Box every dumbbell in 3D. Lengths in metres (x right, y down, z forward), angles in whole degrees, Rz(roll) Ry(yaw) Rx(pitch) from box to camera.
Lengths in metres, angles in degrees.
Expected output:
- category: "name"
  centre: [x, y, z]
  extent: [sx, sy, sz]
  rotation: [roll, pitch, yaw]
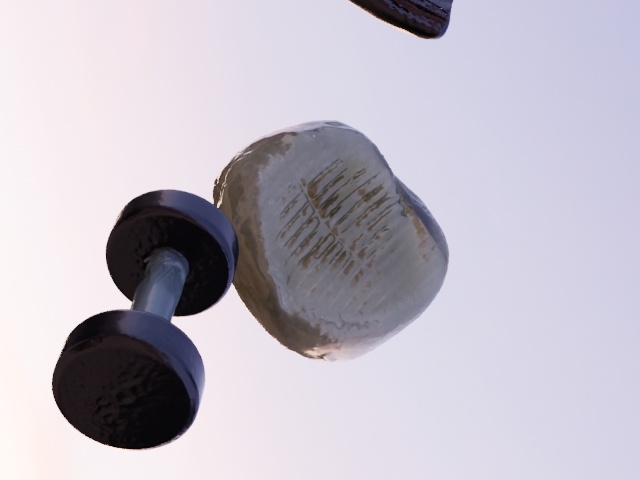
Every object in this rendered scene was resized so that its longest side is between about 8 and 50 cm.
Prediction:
- category: "dumbbell"
  centre: [-0.118, 0.051, 1.006]
  extent: [0.191, 0.100, 0.100]
  rotation: [-81, 179, -56]

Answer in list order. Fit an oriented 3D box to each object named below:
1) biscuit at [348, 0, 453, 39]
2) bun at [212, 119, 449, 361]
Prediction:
- category: "biscuit"
  centre: [0.084, -0.291, 1.499]
  extent: [0.063, 0.151, 0.235]
  rotation: [-63, 180, 28]
- category: "bun"
  centre: [0.000, 0.000, 1.302]
  extent: [0.145, 0.229, 0.229]
  rotation: [-18, -99, 60]
